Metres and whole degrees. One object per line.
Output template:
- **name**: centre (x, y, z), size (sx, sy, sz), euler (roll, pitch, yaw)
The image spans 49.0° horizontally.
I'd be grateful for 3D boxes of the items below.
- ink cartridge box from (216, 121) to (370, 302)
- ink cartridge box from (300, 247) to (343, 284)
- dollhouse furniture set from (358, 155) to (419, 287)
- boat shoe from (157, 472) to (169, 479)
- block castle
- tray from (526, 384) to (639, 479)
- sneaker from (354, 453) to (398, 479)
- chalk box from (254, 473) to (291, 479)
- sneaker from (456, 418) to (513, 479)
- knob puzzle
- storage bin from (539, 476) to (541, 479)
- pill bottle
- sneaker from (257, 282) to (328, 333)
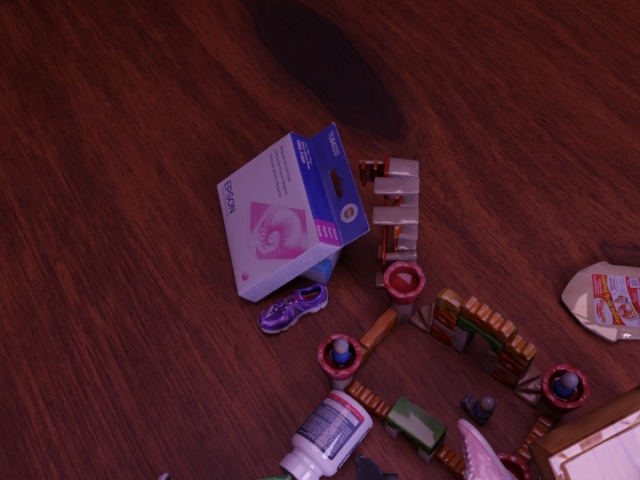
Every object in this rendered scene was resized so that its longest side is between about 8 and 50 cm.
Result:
- **ink cartridge box**: centre (-0.076, -0.077, 1.576), size (0.330, 0.071, 0.324), euler (-34, 52, 24)
- **ink cartridge box**: centre (0.000, 0.000, 1.624), size (0.104, 0.062, 0.181), euler (18, 61, 15)
- **dollhouse furniture set**: centre (0.144, -0.053, 1.533), size (0.135, 0.262, 0.259), euler (2, 56, 7)
- **boat shoe**: centre (-0.329, 0.490, 1.350), size (0.035, 0.035, 0.100), euler (23, 68, 14)
- **block castle**: centre (0.250, 0.264, 1.352), size (0.453, 0.213, 0.303), euler (34, 65, 22)
- **tray**: centre (0.485, 0.449, 1.043), size (0.202, 0.076, 0.411), euler (-25, 95, -8)
- **sneaker**: centre (0.100, 0.491, 1.316), size (0.089, 0.051, 0.170), euler (4, 53, 6)
- **chalk box**: centre (-0.144, 0.518, 1.262), size (0.212, 0.132, 0.132), euler (-10, 57, -3)
- **sneaker**: centre (0.257, 0.372, 1.180), size (0.070, 0.051, 0.134), euler (-32, 75, -11)
- **knob puzzle**: centre (0.619, 0.134, 1.520), size (0.213, 0.030, 0.213), euler (-1, 58, 2)
- **storage bin**: centre (0.536, 0.387, 1.229), size (0.260, 0.262, 0.123), euler (-18, 61, -8)
- **pill bottle**: centre (0.007, 0.387, 1.350), size (0.108, 0.108, 0.180), euler (34, 65, 22)
- **sneaker**: centre (-0.063, 0.139, 1.535), size (0.169, 0.071, 0.068), euler (-30, 61, -14)
